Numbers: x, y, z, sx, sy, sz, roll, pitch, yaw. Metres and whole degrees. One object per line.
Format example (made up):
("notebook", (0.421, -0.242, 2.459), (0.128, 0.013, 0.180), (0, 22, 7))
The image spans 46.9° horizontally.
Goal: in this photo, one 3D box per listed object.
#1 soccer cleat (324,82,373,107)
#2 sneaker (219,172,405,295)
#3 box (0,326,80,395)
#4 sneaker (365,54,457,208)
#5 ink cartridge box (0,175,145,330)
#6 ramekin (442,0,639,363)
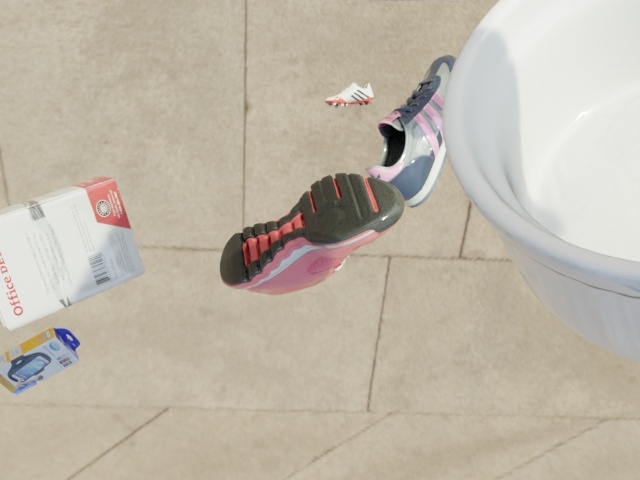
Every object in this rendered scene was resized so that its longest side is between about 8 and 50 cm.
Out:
("soccer cleat", (0.043, -0.225, 1.136), (0.083, 0.029, 0.035), (-9, 94, -23))
("sneaker", (0.000, 0.000, 1.132), (0.314, 0.115, 0.136), (-24, 146, 24))
("box", (-0.467, 0.197, 1.220), (0.136, 0.028, 0.081), (-27, 139, -5))
("sneaker", (0.180, -0.229, 1.383), (0.131, 0.318, 0.112), (26, 160, -26))
("ink cartridge box", (-0.245, 0.008, 0.677), (0.135, 0.056, 0.099), (-24, 110, -31))
("ramekin", (0.222, -0.058, 0.427), (0.277, 0.277, 0.135), (-23, 138, 12))
